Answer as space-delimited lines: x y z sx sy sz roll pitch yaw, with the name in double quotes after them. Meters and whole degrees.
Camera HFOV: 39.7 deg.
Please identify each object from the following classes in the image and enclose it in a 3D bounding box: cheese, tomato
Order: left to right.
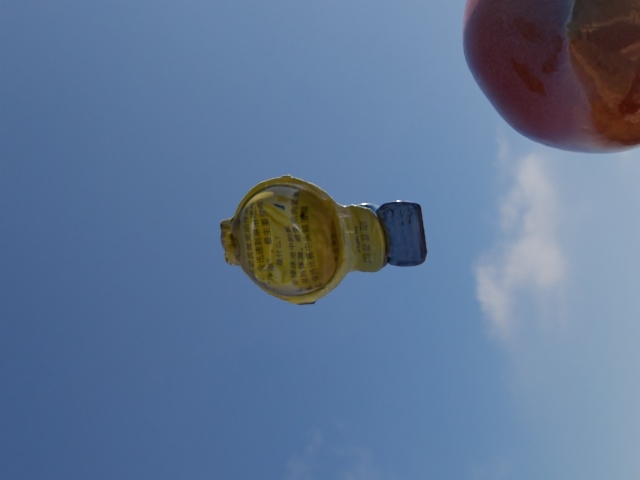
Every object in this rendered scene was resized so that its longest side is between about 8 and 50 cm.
0.000 0.000 1.020 0.064 0.250 0.157 -38 -57 -63 "cheese"
0.320 -0.259 1.048 0.321 0.321 0.322 -27 -58 -55 "tomato"
